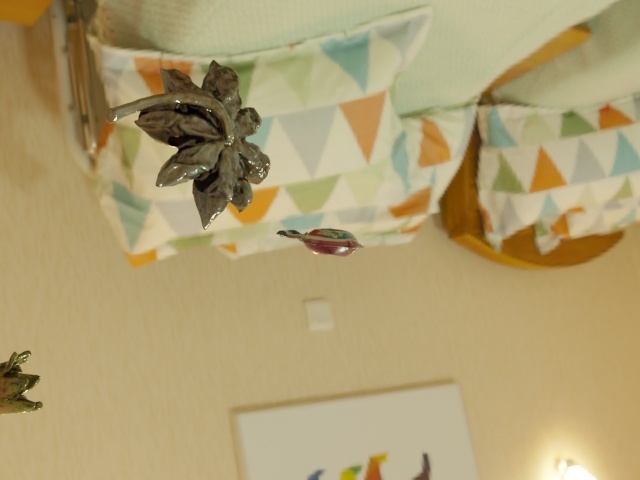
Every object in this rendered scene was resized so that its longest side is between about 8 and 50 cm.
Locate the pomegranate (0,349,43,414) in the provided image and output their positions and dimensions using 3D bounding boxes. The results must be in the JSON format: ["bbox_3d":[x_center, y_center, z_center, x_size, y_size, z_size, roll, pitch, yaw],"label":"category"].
[{"bbox_3d":[-0.603,0.230,1.440,0.285,0.231,0.231,-14,167,9],"label":"pomegranate"}]

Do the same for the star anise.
[{"bbox_3d":[-0.145,-0.129,1.164,0.081,0.230,0.262,-6,162,38],"label":"star anise"}]

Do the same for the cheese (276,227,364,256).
[{"bbox_3d":[0.000,0.000,1.369,0.145,0.038,0.095,10,-173,38],"label":"cheese"}]
